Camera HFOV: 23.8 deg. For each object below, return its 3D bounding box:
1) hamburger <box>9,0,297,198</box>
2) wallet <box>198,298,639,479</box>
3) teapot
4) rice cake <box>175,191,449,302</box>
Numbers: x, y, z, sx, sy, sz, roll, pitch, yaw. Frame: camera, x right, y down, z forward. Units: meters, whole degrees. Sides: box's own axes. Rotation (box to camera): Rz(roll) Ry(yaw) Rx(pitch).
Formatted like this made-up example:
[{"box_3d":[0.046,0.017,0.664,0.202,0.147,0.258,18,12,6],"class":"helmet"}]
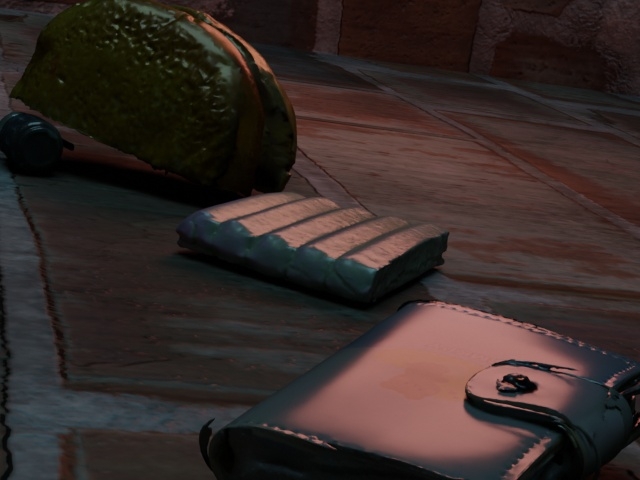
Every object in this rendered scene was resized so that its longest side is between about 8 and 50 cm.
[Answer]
[{"box_3d":[-0.137,-0.141,1.425,0.283,0.157,0.144,23,-1,20],"class":"hamburger"},{"box_3d":[0.065,0.092,0.757,0.170,0.069,0.231,10,17,27],"class":"wallet"},{"box_3d":[-0.261,-0.094,1.393,0.063,0.049,0.083,-23,23,-18],"class":"teapot"},{"box_3d":[0.000,0.000,1.200,0.189,0.037,0.198,16,14,26],"class":"rice cake"}]
